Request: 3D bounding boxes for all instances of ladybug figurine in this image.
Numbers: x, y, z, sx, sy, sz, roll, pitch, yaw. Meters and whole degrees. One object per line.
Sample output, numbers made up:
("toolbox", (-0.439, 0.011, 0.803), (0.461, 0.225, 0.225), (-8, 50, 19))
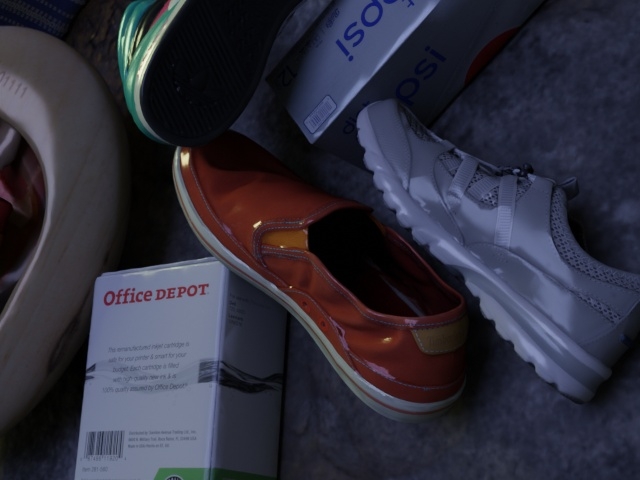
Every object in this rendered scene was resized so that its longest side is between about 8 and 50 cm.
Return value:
("ladybug figurine", (-0.335, 0.016, 1.214), (0.305, 0.162, 0.449), (32, 94, 12))

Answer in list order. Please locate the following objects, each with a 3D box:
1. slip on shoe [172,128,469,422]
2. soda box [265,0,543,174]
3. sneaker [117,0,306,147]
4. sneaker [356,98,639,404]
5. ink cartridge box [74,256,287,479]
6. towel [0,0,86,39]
("slip on shoe", (0.000, 0.000, 1.001), (0.331, 0.123, 0.101), (45, 135, 34))
("soda box", (0.093, -0.190, 1.015), (0.286, 0.098, 0.091), (-47, 51, 17))
("sneaker", (-0.067, -0.201, 1.058), (0.295, 0.124, 0.178), (-54, 21, -11))
("sneaker", (0.136, -0.014, 0.938), (0.115, 0.105, 0.281), (-43, 65, 6))
("ink cartridge box", (-0.118, 0.136, 1.080), (0.160, 0.092, 0.219), (-7, 71, 36))
("towel", (-0.366, -0.173, 1.286), (0.040, 0.243, 0.336), (32, 97, 27))
